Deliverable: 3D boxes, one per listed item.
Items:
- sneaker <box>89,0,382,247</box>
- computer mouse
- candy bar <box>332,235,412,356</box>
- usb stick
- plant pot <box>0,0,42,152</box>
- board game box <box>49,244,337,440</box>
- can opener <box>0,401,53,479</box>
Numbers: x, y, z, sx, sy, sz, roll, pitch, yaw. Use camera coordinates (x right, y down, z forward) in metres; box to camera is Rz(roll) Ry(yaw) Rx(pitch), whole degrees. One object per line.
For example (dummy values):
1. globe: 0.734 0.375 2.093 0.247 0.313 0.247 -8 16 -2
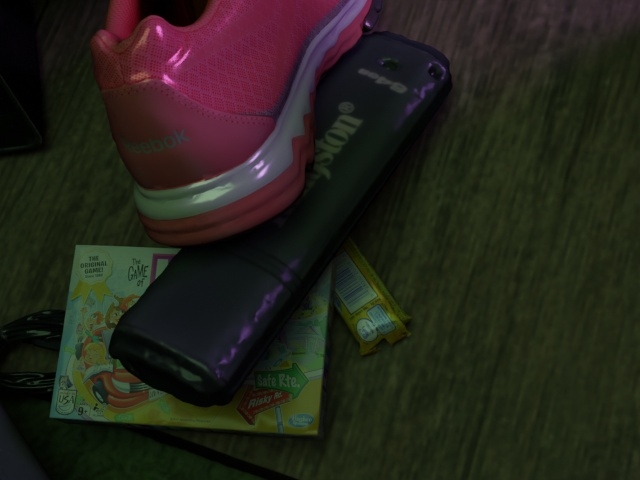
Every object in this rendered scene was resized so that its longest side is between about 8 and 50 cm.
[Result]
1. sneaker: -0.044 -0.144 0.573 0.116 0.136 0.313 -9 41 19
2. computer mouse: -0.242 0.050 0.634 0.242 0.041 0.071 14 72 8
3. candy bar: 0.000 0.000 0.616 0.040 0.018 0.161 -34 67 -1
4. usb stick: -0.012 -0.024 0.570 0.077 0.045 0.278 20 54 24
5. plant pot: -0.293 -0.171 0.654 0.188 0.188 0.166 -7 56 7
6. board game box: -0.071 0.057 0.581 0.154 0.026 0.103 2 73 8
7. can opener: -0.179 0.162 0.525 0.095 0.076 0.283 -29 72 -33
